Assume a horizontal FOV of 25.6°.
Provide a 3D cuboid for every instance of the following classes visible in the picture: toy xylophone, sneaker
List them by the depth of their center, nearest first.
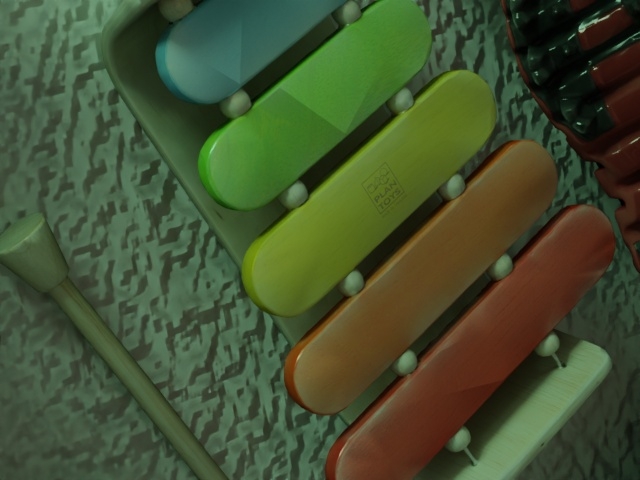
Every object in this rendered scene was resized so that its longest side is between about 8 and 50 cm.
[{"bbox_3d":[0.000,0.000,0.667,0.236,0.081,0.323,-50,116,-19],"label":"toy xylophone"},{"bbox_3d":[0.180,-0.080,0.758,0.276,0.097,0.135,59,25,-12],"label":"sneaker"}]
